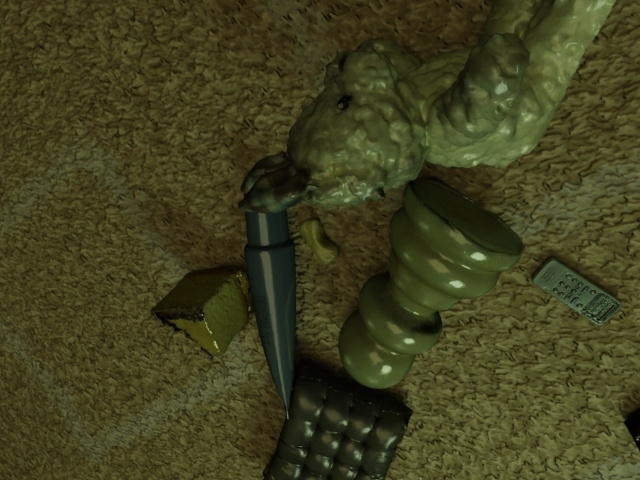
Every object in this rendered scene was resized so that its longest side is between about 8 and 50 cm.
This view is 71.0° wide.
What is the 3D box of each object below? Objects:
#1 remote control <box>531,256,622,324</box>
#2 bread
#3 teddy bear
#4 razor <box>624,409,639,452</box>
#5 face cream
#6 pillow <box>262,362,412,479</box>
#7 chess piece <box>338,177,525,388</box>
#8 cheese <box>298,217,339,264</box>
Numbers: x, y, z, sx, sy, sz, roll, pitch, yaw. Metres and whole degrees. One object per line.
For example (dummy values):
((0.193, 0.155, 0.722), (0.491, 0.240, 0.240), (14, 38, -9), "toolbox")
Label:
((0.384, 0.076, 0.676), (0.124, 0.018, 0.053), (35, 114, 4), "remote control")
((-0.205, 0.115, 0.806), (0.152, 0.147, 0.127), (7, 121, 22), "bread")
((0.095, -0.206, 0.516), (0.361, 0.327, 0.376), (1, 119, -12), "teddy bear")
((0.540, 0.324, 0.684), (0.090, 0.054, 0.148), (-30, 96, 19), "razor")
((-0.080, 0.104, 0.783), (0.086, 0.135, 0.386), (-6, 102, -10), "face cream")
((0.014, 0.408, 0.850), (0.227, 0.101, 0.327), (19, 112, 8), "pillow")
((0.132, 0.088, 0.683), (0.182, 0.182, 0.331), (31, 118, 6), "chess piece")
((0.000, 0.000, 0.764), (0.044, 0.030, 0.083), (-37, 87, 29), "cheese")
